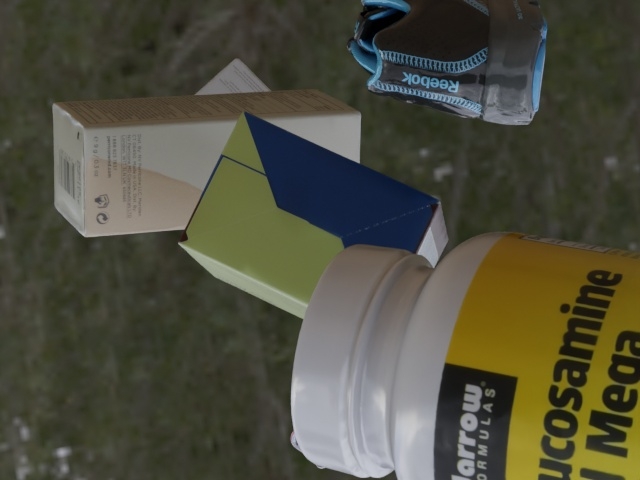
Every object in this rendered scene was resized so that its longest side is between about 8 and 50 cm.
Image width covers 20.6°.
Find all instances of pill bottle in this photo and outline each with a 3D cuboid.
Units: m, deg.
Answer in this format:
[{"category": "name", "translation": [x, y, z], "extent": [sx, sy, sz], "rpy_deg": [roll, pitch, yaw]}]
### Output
[{"category": "pill bottle", "translation": [0.161, 0.097, 1.035], "extent": [0.333, 0.188, 0.188], "rpy_deg": [9, -169, 24]}]

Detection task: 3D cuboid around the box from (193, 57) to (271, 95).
[{"category": "box", "translation": [-0.108, -0.167, 2.352], "extent": [0.087, 0.102, 0.101], "rpy_deg": [-43, 170, -11]}]

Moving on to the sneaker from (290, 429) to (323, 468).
[{"category": "sneaker", "translation": [0.026, 0.162, 1.513], "extent": [0.118, 0.042, 0.067], "rpy_deg": [-9, -152, 44]}]

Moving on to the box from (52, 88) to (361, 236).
[{"category": "box", "translation": [-0.123, -0.088, 1.911], "extent": [0.311, 0.121, 0.148], "rpy_deg": [-4, -164, -20]}]

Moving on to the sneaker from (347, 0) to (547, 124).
[{"category": "sneaker", "translation": [0.092, -0.199, 1.471], "extent": [0.139, 0.125, 0.341], "rpy_deg": [3, -158, -6]}]

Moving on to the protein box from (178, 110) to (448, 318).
[{"category": "protein box", "translation": [0.000, 0.000, 1.636], "extent": [0.199, 0.136, 0.201], "rpy_deg": [25, 174, 10]}]
